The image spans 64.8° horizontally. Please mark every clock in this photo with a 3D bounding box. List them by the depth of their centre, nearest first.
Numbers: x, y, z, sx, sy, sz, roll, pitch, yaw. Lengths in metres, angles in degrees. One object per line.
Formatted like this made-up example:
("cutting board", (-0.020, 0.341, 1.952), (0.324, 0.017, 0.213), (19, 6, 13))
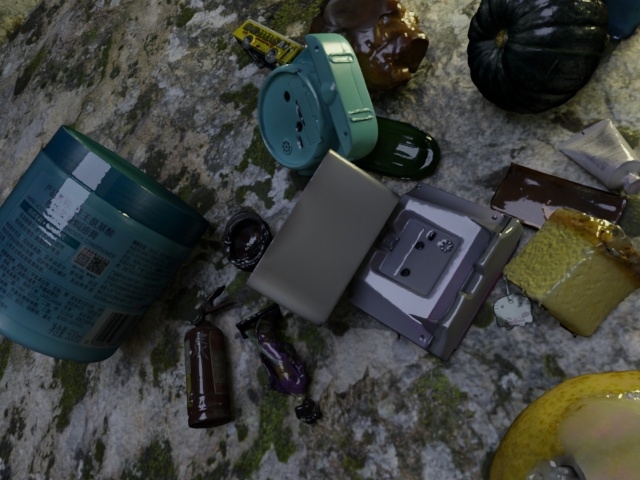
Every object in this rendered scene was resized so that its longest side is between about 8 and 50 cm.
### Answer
("clock", (0.172, 0.040, 0.792), (0.186, 0.083, 0.253), (28, 84, 35))
("clock", (-0.028, -0.231, 0.946), (0.274, 0.094, 0.223), (-19, 90, 49))

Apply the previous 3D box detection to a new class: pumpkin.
("pumpkin", (0.332, -0.312, 0.791), (0.220, 0.162, 0.220), (21, 114, 57))

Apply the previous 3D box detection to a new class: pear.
("pear", (0.322, 0.270, 0.531), (0.271, 0.271, 0.271), (-11, 64, 24))

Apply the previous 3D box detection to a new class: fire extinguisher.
("fire extinguisher", (-0.196, 0.207, 0.929), (0.106, 0.075, 0.252), (-8, 60, -6))

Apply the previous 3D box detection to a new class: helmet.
("helmet", (-0.133, 0.009, 0.976), (0.098, 0.070, 0.123), (-24, 52, 10))

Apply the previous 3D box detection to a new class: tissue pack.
("tissue pack", (0.000, 0.000, 0.831), (0.136, 0.159, 0.246), (32, 84, -4))

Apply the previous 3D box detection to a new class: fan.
("fan", (0.285, 0.091, 0.757), (0.056, 0.004, 0.083), (-17, 62, 22))

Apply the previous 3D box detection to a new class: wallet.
("wallet", (0.357, -0.053, 0.769), (0.176, 0.026, 0.095), (24, 82, 29))

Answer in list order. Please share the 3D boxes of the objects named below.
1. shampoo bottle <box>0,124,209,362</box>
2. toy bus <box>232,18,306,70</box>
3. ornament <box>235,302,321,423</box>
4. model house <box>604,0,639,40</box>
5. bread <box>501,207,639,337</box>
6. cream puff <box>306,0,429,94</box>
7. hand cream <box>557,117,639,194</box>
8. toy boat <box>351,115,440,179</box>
("shampoo bottle", (-0.451, 0.012, 0.987), (0.331, 0.331, 0.342), (34, 88, 35))
("toy bus", (-0.113, -0.432, 1.160), (0.074, 0.081, 0.226), (-47, 52, -4))
("ornament", (-0.070, 0.216, 0.844), (0.081, 0.088, 0.203), (-22, 66, -8))
("model house", (0.444, -0.501, 0.768), (0.216, 0.303, 0.237), (28, 83, 28))
("bread", (0.347, 0.036, 0.699), (0.147, 0.127, 0.152), (-47, 29, 11))
("cream puff", (0.076, -0.387, 0.990), (0.241, 0.155, 0.268), (-24, 61, 18))
("hand cream", (0.431, -0.122, 0.755), (0.084, 0.053, 0.142), (-29, 43, 13))
("toy boat", (0.122, -0.172, 0.932), (0.210, 0.052, 0.104), (22, 96, 33))
